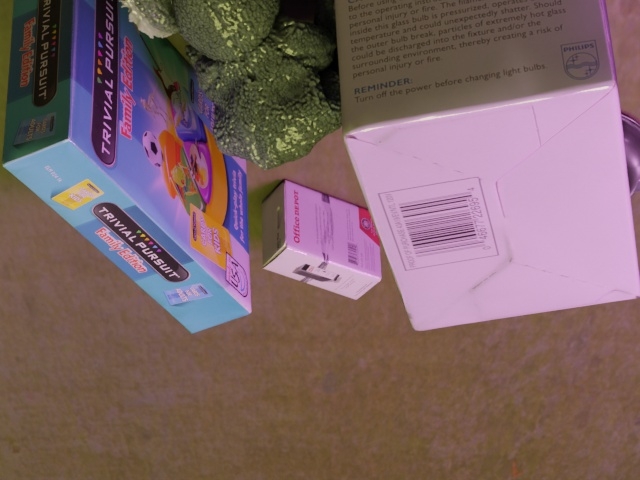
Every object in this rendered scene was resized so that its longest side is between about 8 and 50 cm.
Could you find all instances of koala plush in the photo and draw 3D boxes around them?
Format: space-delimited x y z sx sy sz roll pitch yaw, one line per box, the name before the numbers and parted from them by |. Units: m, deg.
koala plush | -0.072 -0.205 1.650 0.196 0.203 0.221 -17 131 18

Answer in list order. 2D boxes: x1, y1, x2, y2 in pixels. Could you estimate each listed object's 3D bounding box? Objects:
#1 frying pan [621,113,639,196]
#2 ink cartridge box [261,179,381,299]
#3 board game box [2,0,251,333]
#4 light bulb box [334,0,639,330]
frying pan | 0.344 -0.064 1.989 0.326 0.053 0.197 18 141 -22
ink cartridge box | 0.000 0.000 2.002 0.135 0.099 0.056 20 140 -27
board game box | -0.185 -0.098 1.715 0.079 0.253 0.336 -19 142 20
light bulb box | 0.149 -0.166 1.539 0.225 0.361 0.358 -9 148 9
